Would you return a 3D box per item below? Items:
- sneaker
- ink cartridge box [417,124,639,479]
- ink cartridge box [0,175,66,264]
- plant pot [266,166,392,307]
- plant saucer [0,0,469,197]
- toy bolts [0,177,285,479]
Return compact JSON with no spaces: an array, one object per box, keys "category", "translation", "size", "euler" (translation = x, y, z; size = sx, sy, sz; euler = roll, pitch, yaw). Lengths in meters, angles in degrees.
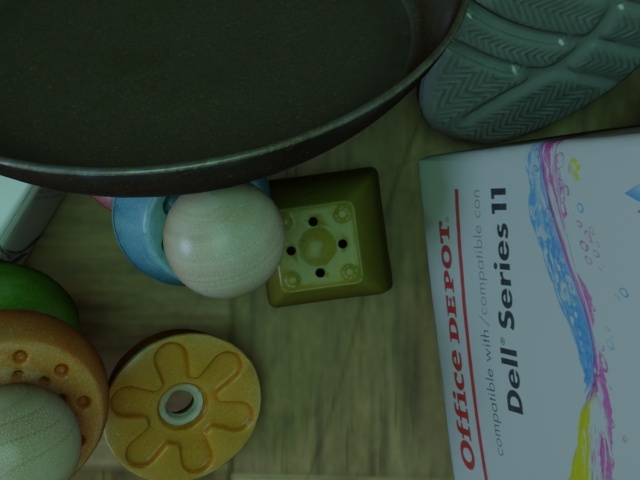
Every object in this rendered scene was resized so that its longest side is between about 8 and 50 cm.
[{"category":"sneaker","translation":[0.147,-0.216,0.597],"size":[0.125,0.180,0.321],"euler":[15,129,-26]},{"category":"ink cartridge box","translation":[0.153,0.049,0.488],"size":[0.119,0.353,0.207],"euler":[-9,94,-22]},{"category":"ink cartridge box","translation":[-0.259,-0.024,0.637],"size":[0.159,0.092,0.217],"euler":[33,97,-1]},{"category":"plant pot","translation":[0.000,0.000,0.631],"size":[0.081,0.083,0.081],"euler":[-8,93,3]},{"category":"plant saucer","translation":[-0.077,-0.119,0.555],"size":[0.311,0.310,0.050],"euler":[-1,133,3]},{"category":"toy bolts","translation":[-0.085,0.054,0.564],"size":[0.218,0.158,0.228],"euler":[29,94,-28]}]
